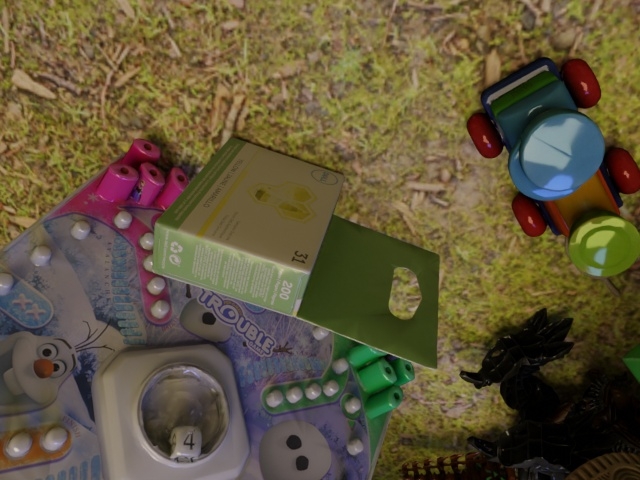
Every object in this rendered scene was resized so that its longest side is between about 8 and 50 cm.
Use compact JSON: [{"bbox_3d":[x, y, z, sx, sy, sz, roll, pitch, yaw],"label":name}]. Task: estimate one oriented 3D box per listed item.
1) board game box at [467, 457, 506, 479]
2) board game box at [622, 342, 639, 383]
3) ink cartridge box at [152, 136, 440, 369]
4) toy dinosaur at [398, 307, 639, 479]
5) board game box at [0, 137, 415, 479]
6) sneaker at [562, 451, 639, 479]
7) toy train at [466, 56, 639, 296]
[{"bbox_3d":[0.168,0.405,0.654,0.136,0.030,0.260,38,85,-6],"label":"board game box"},{"bbox_3d":[0.404,0.089,0.365,0.316,0.064,0.242,-32,83,-12],"label":"board game box"},{"bbox_3d":[0.000,0.000,0.476,0.235,0.171,0.056,18,124,2],"label":"ink cartridge box"},{"bbox_3d":[0.244,0.217,0.559,0.322,0.164,0.218,-32,124,2],"label":"toy dinosaur"},{"bbox_3d":[-0.110,0.139,0.446,0.390,0.390,0.050,41,133,-10],"label":"board game box"},{"bbox_3d":[0.254,0.243,0.430,0.282,0.099,0.153,5,130,-27],"label":"sneaker"},{"bbox_3d":[0.217,-0.016,0.442,0.105,0.143,0.248,-28,108,23],"label":"toy train"}]
